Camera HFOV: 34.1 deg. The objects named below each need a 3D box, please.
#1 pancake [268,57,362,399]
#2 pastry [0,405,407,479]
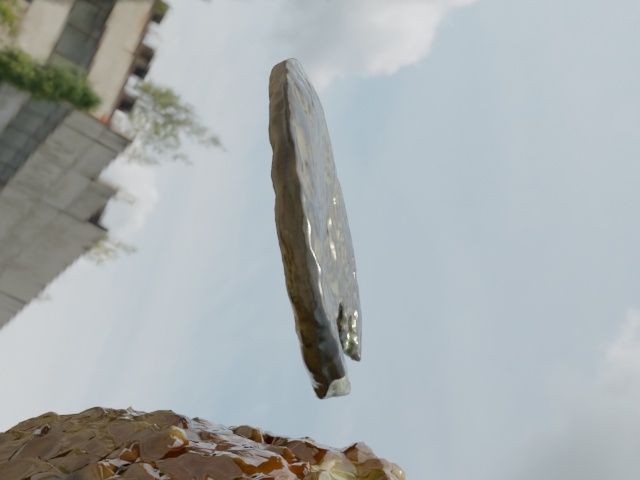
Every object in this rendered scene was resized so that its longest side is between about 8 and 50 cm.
[{"bbox_3d":[0.000,0.000,0.789,0.033,0.286,0.288,-8,-136,5],"label":"pancake"},{"bbox_3d":[-0.113,0.255,0.637,0.337,0.405,0.292,6,90,-71],"label":"pastry"}]
